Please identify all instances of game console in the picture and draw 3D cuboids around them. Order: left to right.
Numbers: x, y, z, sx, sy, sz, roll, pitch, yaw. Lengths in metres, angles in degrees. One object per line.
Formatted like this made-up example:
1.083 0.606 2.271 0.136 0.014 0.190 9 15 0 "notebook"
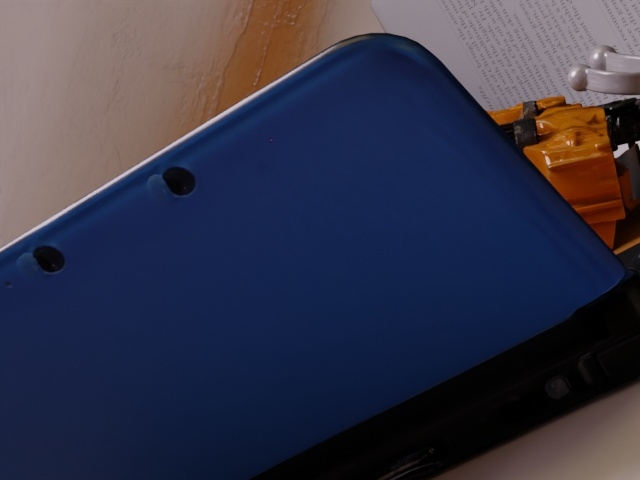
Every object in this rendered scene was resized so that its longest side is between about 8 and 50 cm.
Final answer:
-0.004 0.025 0.863 0.293 0.173 0.250 -28 4 25 "game console"

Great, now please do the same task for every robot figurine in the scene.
0.119 -0.040 1.296 0.211 0.085 0.291 -10 6 9 "robot figurine"

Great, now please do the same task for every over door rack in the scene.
0.265 -0.235 1.415 0.108 0.239 0.324 12 17 33 "over door rack"

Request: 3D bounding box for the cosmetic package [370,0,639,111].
0.250 -0.213 1.817 0.161 0.230 0.453 -31 4 -26 "cosmetic package"
